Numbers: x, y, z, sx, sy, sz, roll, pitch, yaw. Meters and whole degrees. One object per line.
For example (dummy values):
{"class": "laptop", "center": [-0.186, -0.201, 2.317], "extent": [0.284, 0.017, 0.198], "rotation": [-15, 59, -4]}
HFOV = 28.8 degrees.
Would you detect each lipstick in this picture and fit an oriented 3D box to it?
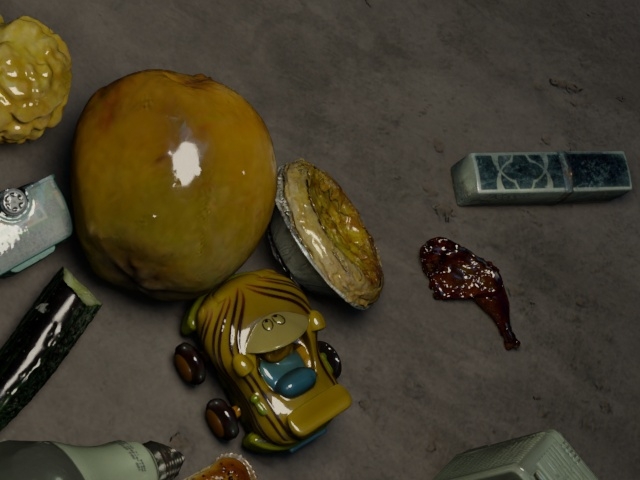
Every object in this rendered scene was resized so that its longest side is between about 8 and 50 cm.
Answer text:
{"class": "lipstick", "center": [0.341, -0.096, 1.930], "extent": [0.289, 0.076, 0.077], "rotation": [-3, 76, -23]}

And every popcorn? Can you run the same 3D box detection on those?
{"class": "popcorn", "center": [-0.399, -0.210, 1.584], "extent": [0.170, 0.180, 0.180], "rotation": [19, 58, 25]}

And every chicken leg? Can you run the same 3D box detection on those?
{"class": "chicken leg", "center": [0.228, 0.072, 1.836], "extent": [0.205, 0.053, 0.093], "rotation": [34, 85, -3]}

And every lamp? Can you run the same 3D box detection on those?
{"class": "lamp", "center": [-0.285, 0.298, 1.442], "extent": [0.314, 0.182, 0.182], "rotation": [-18, 81, -29]}

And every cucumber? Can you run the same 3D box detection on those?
{"class": "cucumber", "center": [-0.356, 0.143, 1.529], "extent": [0.074, 0.074, 0.241], "rotation": [37, 64, -9]}

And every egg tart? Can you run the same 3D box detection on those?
{"class": "egg tart", "center": [0.000, 0.000, 1.700], "extent": [0.234, 0.094, 0.234], "rotation": [49, 21, -26]}

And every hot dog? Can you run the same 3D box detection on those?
{"class": "hot dog", "center": [-0.156, 0.343, 1.560], "extent": [0.192, 0.053, 0.099], "rotation": [-29, 84, -32]}

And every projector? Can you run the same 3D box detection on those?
{"class": "projector", "center": [0.277, 0.355, 1.639], "extent": [0.099, 0.256, 0.192], "rotation": [-39, 91, -28]}

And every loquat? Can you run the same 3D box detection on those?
{"class": "loquat", "center": [-0.190, -0.073, 1.578], "extent": [0.276, 0.276, 0.284], "rotation": [18, 69, -18]}

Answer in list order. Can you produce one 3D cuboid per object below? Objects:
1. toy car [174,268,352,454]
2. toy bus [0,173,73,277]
{"class": "toy car", "center": [-0.064, 0.151, 1.617], "extent": [0.200, 0.142, 0.248], "rotation": [-31, 88, -30]}
{"class": "toy bus", "center": [-0.429, 0.010, 1.534], "extent": [0.261, 0.091, 0.109], "rotation": [-32, 98, -29]}
